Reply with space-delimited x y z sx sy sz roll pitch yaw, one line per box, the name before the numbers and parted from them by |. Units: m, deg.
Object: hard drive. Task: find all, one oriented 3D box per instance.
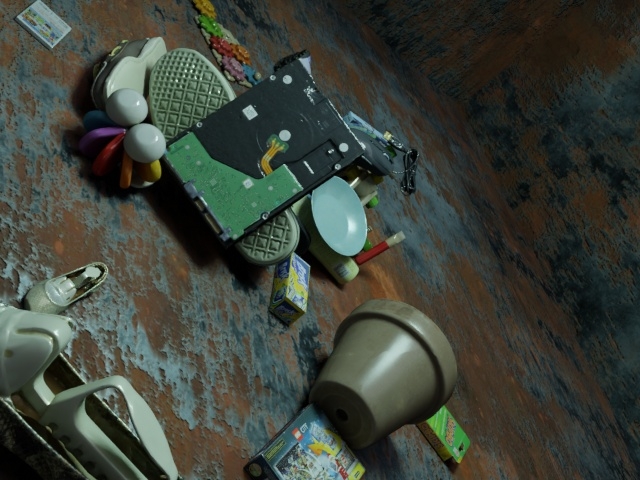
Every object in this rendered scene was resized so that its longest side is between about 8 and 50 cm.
hard drive | -0.114 -0.170 1.623 0.237 0.339 0.064 53 -14 3

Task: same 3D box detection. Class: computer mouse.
computer mouse | 0.141 -0.233 2.034 0.262 0.060 0.184 29 42 -9

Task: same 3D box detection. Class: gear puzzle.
gear puzzle | -0.266 -0.573 2.346 0.175 0.044 0.339 8 48 -57

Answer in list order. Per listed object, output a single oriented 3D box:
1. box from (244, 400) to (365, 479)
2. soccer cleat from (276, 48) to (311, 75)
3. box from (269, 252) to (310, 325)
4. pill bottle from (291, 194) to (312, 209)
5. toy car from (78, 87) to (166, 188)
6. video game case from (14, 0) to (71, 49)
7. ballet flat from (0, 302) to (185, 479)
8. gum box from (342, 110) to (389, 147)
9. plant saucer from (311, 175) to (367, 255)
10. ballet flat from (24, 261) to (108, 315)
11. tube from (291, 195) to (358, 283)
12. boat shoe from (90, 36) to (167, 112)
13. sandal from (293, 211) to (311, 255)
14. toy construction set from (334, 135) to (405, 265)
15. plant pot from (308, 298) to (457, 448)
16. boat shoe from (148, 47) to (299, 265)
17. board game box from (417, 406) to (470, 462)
box | -0.020 0.392 1.423 0.159 0.044 0.233 53 24 4
soccer cleat | -0.073 -0.492 2.526 0.318 0.109 0.116 -83 150 -60
box | -0.063 0.099 1.748 0.059 0.054 0.169 41 25 -21
pill bottle | -0.067 -0.083 1.955 0.160 0.087 0.087 29 32 -41
toy car | -0.373 -0.178 1.524 0.136 0.159 0.182 -22 74 -24
video game case | -0.564 -0.441 1.687 0.087 0.011 0.122 42 25 -20
ballet flat | -0.314 0.203 1.012 0.483 0.182 0.164 47 25 -8
gum box | 0.072 -0.257 2.321 0.157 0.184 0.041 30 32 -38
plant saucer | 0.034 -0.054 1.924 0.195 0.037 0.195 24 57 -42
ballet flat | -0.380 0.068 1.244 0.057 0.052 0.168 51 24 -2
tube | 0.000 0.000 1.940 0.240 0.062 0.070 50 34 -26
boat shoe | -0.410 -0.342 1.714 0.324 0.097 0.116 -74 162 -57
sandal | -0.114 -0.068 1.840 0.254 0.097 0.054 47 25 -10
toy construction set | 0.121 -0.125 2.096 0.309 0.237 0.257 61 -2 4
plant pot | 0.100 0.275 1.590 0.263 0.263 0.229 52 41 3
boat shoe | -0.202 -0.169 1.731 0.500 0.187 0.156 59 2 4
board game box | 0.245 0.389 1.900 0.259 0.039 0.124 51 25 6
